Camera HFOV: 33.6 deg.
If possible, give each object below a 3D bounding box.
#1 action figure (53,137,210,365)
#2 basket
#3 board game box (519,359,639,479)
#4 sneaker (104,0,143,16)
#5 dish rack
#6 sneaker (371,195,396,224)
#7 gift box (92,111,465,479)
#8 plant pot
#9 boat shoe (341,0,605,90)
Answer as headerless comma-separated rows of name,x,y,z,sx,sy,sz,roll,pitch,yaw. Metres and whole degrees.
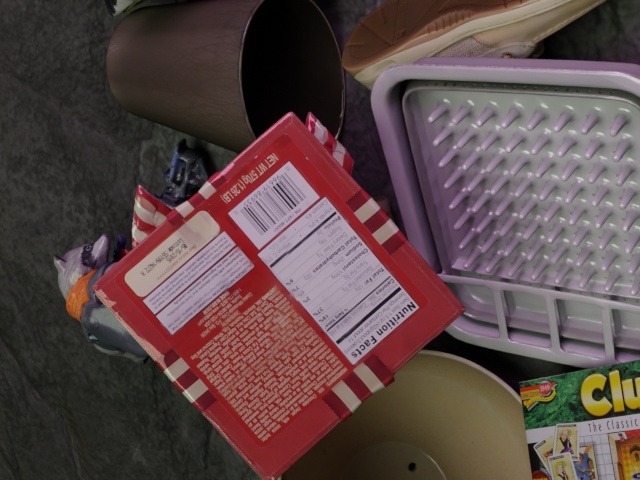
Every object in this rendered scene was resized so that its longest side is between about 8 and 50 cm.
action figure,-0.181,0.065,1.291,0.330,0.178,0.341,20,120,19
basket,-0.111,-0.181,1.152,0.227,0.154,0.204,14,139,38
board game box,0.293,0.176,0.958,0.259,0.030,0.136,-22,67,48
sneaker,-0.174,-0.307,1.139,0.300,0.121,0.111,-151,45,-65
dish rack,0.208,-0.028,0.972,0.285,0.072,0.333,9,134,35
sneaker,0.000,0.000,1.189,0.188,0.066,0.071,-9,101,37
gift box,-0.044,0.022,0.965,0.255,0.258,0.276,-37,92,-3
plant pot,0.092,0.274,1.135,0.284,0.284,0.191,49,166,10
boat shoe,0.160,-0.200,0.982,0.302,0.109,0.098,-19,135,39
